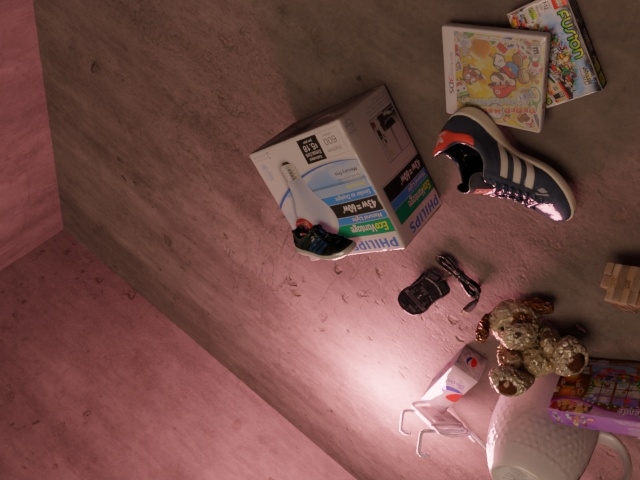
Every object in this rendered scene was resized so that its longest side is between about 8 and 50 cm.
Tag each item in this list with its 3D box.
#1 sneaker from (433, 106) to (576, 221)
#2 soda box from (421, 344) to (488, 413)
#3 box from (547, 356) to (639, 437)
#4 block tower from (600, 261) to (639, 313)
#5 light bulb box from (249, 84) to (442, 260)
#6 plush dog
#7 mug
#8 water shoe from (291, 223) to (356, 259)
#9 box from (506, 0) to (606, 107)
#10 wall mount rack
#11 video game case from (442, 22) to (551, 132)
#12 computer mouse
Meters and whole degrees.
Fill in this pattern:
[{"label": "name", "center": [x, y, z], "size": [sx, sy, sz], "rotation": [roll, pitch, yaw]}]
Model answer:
[{"label": "sneaker", "center": [0.397, -0.132, 1.195], "size": [0.350, 0.148, 0.131], "rotation": [39, 162, 2]}, {"label": "soda box", "center": [0.442, 0.467, 1.789], "size": [0.091, 0.098, 0.286], "rotation": [35, 141, 12]}, {"label": "box", "center": [0.750, 0.387, 1.349], "size": [0.293, 0.201, 0.057], "rotation": [-6, 121, 44]}, {"label": "block tower", "center": [0.759, 0.121, 1.094], "size": [0.097, 0.090, 0.335], "rotation": [24, 172, -33]}, {"label": "light bulb box", "center": [0.067, -0.162, 1.437], "size": [0.358, 0.225, 0.361], "rotation": [-11, 116, 47]}, {"label": "plush dog", "center": [0.556, 0.263, 1.464], "size": [0.263, 0.211, 0.225], "rotation": [-29, 89, 23]}, {"label": "mug", "center": [0.658, 0.569, 1.497], "size": [0.374, 0.328, 0.276], "rotation": [20, 137, 28]}, {"label": "water shoe", "center": [0.000, 0.000, 1.405], "size": [0.203, 0.073, 0.080], "rotation": [1, 124, 41]}, {"label": "box", "center": [0.457, -0.371, 1.040], "size": [0.114, 0.036, 0.207], "rotation": [-12, 116, 47]}, {"label": "wall mount rack", "center": [0.450, 0.670, 1.869], "size": [0.304, 0.130, 0.350], "rotation": [6, -179, -9]}, {"label": "video game case", "center": [0.360, -0.341, 1.125], "size": [0.227, 0.026, 0.206], "rotation": [24, 144, 37]}, {"label": "computer mouse", "center": [0.362, 0.161, 1.611], "size": [0.184, 0.060, 0.262], "rotation": [43, 131, 8]}]
